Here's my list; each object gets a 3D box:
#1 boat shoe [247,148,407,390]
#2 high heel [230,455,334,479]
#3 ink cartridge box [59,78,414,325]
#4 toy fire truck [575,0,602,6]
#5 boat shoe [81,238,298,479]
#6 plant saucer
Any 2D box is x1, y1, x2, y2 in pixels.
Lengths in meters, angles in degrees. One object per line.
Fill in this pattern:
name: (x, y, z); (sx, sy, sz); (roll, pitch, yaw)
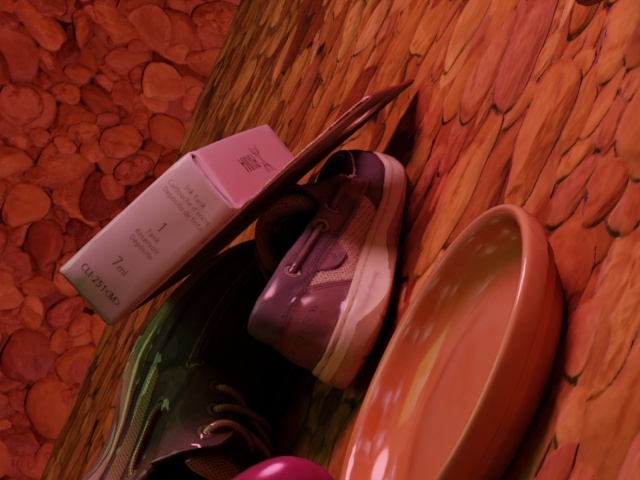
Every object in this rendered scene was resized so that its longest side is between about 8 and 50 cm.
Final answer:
boat shoe: (0.000, 0.000, 1.231); (0.103, 0.092, 0.285); (-60, 11, 27)
high heel: (-0.059, 0.291, 0.793); (0.181, 0.127, 0.377); (-126, 51, -79)
ink cartridge box: (-0.052, -0.053, 1.282); (0.239, 0.060, 0.275); (-42, 0, 12)
toy fire truck: (0.189, -0.148, 0.594); (0.217, 0.159, 0.246); (-77, 5, -47)
boat shoe: (-0.085, 0.163, 1.263); (0.130, 0.132, 0.355); (7, 64, 52)
plant saucer: (0.068, 0.077, 0.889); (0.200, 0.037, 0.200); (-61, 10, 19)
